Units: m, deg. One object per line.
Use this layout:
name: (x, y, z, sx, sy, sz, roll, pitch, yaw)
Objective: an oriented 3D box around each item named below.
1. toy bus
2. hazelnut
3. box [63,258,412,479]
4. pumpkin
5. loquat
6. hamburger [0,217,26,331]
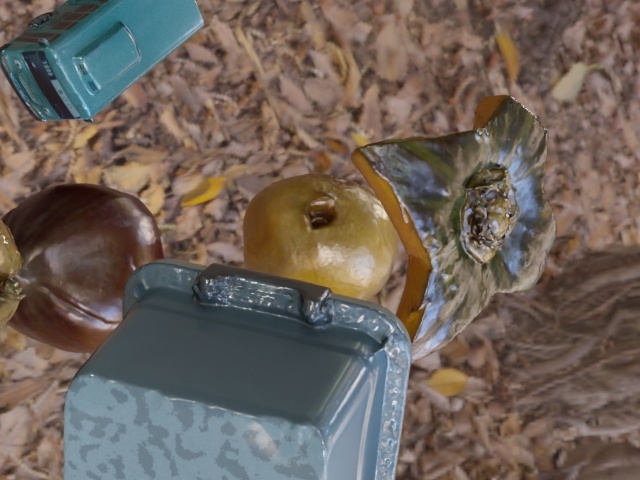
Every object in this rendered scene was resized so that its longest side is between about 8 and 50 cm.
toy bus: (-0.293, -0.274, 1.370, 0.256, 0.147, 0.128, -48, 129, -30)
hazelnut: (-0.311, 0.037, 1.224, 0.229, 0.229, 0.229, 17, 66, -45)
box: (-0.048, 0.134, 0.533, 0.130, 0.162, 0.227, -52, 151, -63)
pumpkin: (0.162, -0.024, 1.078, 0.290, 0.095, 0.258, -28, 123, -38)
loquat: (0.000, 0.000, 1.429, 0.238, 0.238, 0.193, 25, 54, -42)
hamburger: (-0.350, 0.010, 0.738, 0.259, 0.283, 0.145, 5, 87, -22)
